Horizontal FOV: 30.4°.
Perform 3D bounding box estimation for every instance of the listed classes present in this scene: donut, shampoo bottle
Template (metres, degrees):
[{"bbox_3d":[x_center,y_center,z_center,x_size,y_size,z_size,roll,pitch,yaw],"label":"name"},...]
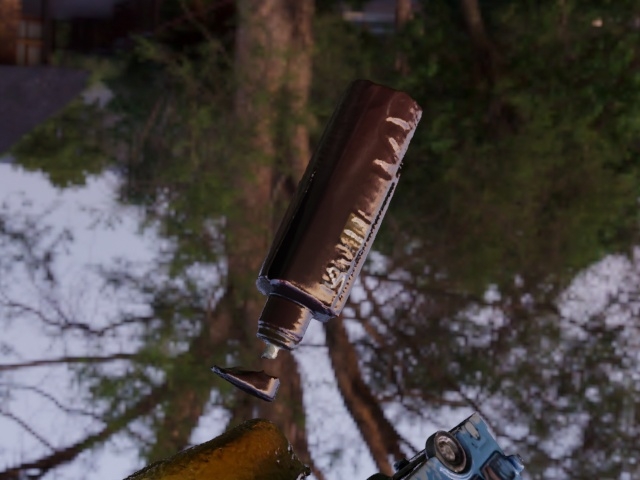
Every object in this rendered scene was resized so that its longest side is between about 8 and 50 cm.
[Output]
[{"bbox_3d":[-0.100,0.204,0.968,0.174,0.075,0.190,-31,177,41],"label":"donut"},{"bbox_3d":[-0.001,-0.001,0.827,0.068,0.236,0.067,27,165,-13],"label":"shampoo bottle"}]

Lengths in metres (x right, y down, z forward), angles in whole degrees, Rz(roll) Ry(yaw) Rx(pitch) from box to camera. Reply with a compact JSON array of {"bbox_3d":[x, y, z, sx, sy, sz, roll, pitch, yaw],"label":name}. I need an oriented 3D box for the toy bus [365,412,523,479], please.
[{"bbox_3d":[0.067,0.249,0.909,0.106,0.131,0.297,-43,171,33],"label":"toy bus"}]
